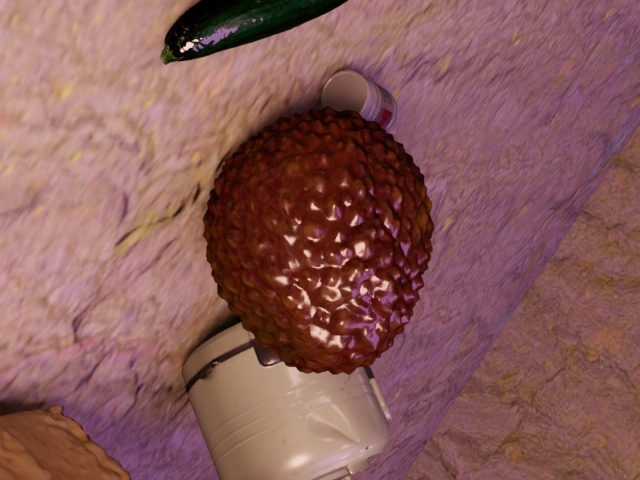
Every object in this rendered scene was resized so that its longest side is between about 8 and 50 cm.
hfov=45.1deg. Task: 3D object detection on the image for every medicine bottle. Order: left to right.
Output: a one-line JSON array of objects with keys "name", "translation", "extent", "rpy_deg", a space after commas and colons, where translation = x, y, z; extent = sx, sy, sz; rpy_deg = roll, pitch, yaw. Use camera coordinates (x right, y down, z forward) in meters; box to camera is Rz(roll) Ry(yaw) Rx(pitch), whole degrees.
[{"name": "medicine bottle", "translation": [0.044, -0.151, 0.857], "extent": [0.058, 0.058, 0.091], "rpy_deg": [-59, 156, 11]}]

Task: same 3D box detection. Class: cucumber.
[{"name": "cucumber", "translation": [-0.020, -0.214, 0.659], "extent": [0.284, 0.056, 0.056], "rpy_deg": [-38, 152, -33]}]

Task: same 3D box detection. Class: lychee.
[{"name": "lychee", "translation": [0.000, 0.000, 0.759], "extent": [0.235, 0.272, 0.236], "rpy_deg": [-6, 149, -3]}]

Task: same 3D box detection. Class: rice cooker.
[{"name": "rice cooker", "translation": [-0.043, 0.192, 0.940], "extent": [0.225, 0.244, 0.226], "rpy_deg": [-25, 161, -9]}]

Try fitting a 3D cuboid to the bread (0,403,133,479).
[{"name": "bread", "translation": [-0.266, 0.370, 0.598], "extent": [0.390, 0.371, 0.279], "rpy_deg": [-57, 158, 4]}]
